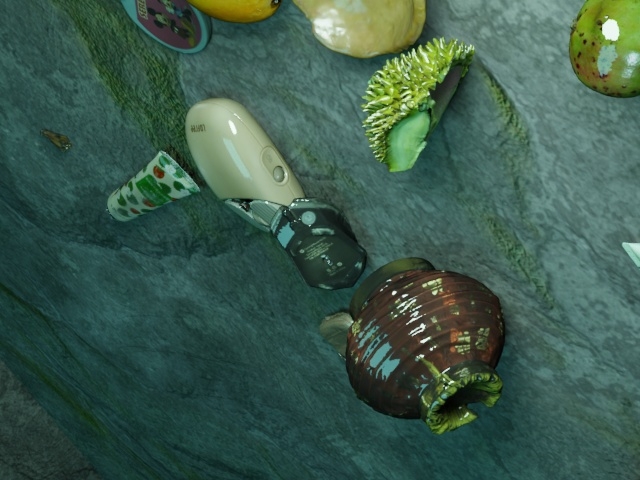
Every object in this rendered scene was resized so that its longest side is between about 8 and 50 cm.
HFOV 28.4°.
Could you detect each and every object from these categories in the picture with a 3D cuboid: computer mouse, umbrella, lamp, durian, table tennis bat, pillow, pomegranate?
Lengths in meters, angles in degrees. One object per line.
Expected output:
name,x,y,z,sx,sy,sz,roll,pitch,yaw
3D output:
computer mouse,0.000,0.000,1.863,0.106,0.062,0.192,-28,127,15
umbrella,-0.481,-0.183,2.302,0.083,0.020,0.031,32,151,29
lamp,0.149,0.148,1.743,0.247,0.247,0.247,31,151,20
durian,0.102,-0.168,1.426,0.095,0.137,0.220,30,163,-1
table tennis bat,-0.254,-0.345,1.764,0.244,0.040,0.153,30,151,13
pillow,0.086,0.203,2.109,0.211,0.034,0.135,48,156,-8
computer mouse,-0.115,-0.106,1.873,0.145,0.082,0.236,3,133,49
pomegranate,0.306,-0.185,1.199,0.142,0.114,0.114,13,148,4

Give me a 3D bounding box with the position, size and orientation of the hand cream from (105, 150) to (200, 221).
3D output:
hand cream,-0.296,-0.085,2.168,0.095,0.059,0.276,47,148,-13

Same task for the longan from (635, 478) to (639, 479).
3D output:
longan,0.478,0.455,1.755,0.258,0.258,0.258,31,151,20

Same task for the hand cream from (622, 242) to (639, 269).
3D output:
hand cream,0.426,0.028,1.406,0.078,0.050,0.205,49,156,-19

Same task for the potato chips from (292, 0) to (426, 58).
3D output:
potato chips,0.047,-0.289,1.419,0.195,0.062,0.208,30,151,18

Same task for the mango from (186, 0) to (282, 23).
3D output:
mango,-0.146,-0.360,1.513,0.253,0.113,0.138,47,152,-6
